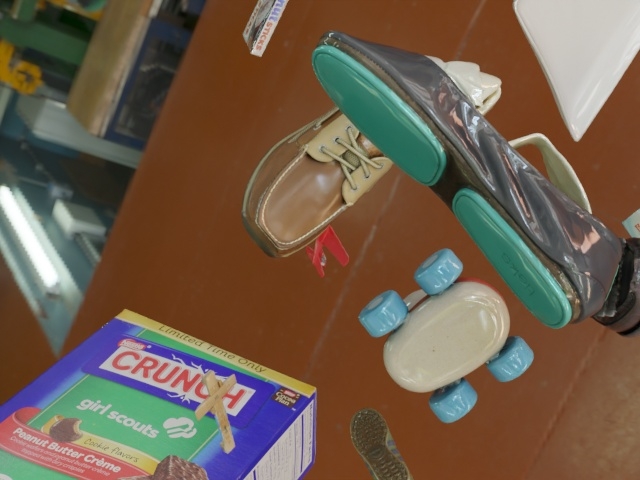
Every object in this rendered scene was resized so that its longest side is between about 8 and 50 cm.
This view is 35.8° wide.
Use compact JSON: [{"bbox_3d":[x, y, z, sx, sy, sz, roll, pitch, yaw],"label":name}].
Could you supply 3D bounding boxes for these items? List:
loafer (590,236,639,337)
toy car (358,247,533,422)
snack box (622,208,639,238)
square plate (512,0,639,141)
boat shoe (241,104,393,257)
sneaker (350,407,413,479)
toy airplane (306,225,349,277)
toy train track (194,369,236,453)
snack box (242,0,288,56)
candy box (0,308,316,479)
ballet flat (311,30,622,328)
[{"bbox_3d":[0.315,0.047,1.130,0.302,0.095,0.109,45,-122,-85],"label":"loafer"},{"bbox_3d":[0.195,0.128,1.599,0.210,0.219,0.238,-38,9,10],"label":"toy car"},{"bbox_3d":[0.649,-0.029,1.547,0.187,0.321,0.060,58,158,12],"label":"snack box"},{"bbox_3d":[0.452,-0.401,1.662,0.049,0.347,0.344,23,71,42],"label":"square plate"},{"bbox_3d":[0.031,-0.113,1.228,0.324,0.122,0.120,-49,14,-30],"label":"boat shoe"},{"bbox_3d":[0.102,0.361,1.600,0.064,0.086,0.192,-24,33,-5],"label":"sneaker"},{"bbox_3d":[0.000,0.000,1.661,0.151,0.028,0.151,54,154,41],"label":"toy airplane"},{"bbox_3d":[-0.084,0.137,0.795,0.014,0.048,0.083,16,132,34],"label":"toy train track"},{"bbox_3d":[-0.070,-0.375,1.530,0.178,0.022,0.064,-60,32,30],"label":"snack box"},{"bbox_3d":[-0.190,0.230,1.026,0.268,0.317,0.122,18,121,22],"label":"candy box"},{"bbox_3d":[0.083,-0.045,0.527,0.203,0.074,0.074,48,122,7],"label":"ballet flat"}]
